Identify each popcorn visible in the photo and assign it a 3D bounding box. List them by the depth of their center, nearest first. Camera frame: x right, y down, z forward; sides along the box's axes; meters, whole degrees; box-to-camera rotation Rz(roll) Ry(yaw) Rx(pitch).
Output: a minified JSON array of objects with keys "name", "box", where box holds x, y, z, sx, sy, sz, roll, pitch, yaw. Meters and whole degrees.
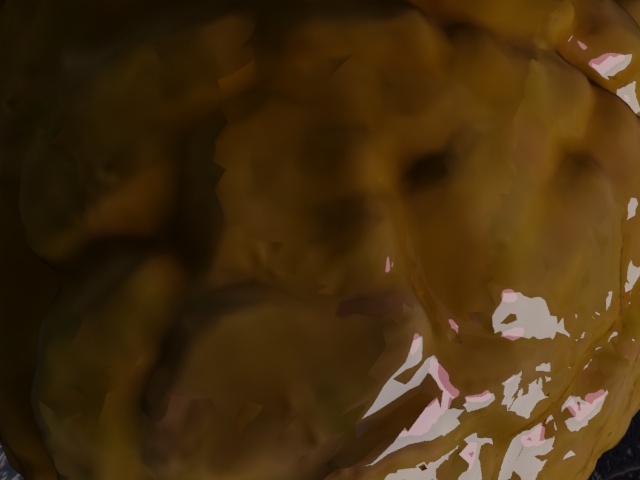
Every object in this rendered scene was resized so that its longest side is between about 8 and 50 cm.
[{"name":"popcorn","box":[-0.002,-0.018,0.782,0.344,0.390,0.354,-12,-153,8]}]
